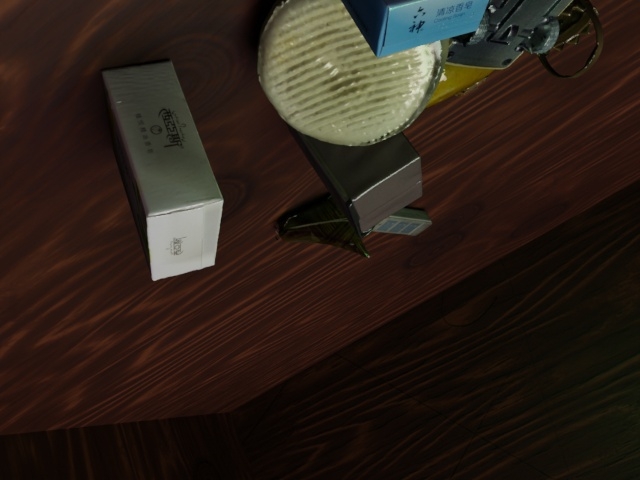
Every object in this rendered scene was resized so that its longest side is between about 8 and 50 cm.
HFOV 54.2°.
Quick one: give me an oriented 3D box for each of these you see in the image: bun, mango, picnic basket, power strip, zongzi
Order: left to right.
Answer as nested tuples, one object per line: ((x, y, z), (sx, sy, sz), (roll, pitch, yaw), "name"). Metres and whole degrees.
((0.000, 0.000, 1.504), (0.187, 0.184, 0.084), (-26, 162, 3), "zongzi")
((0.046, -0.281, 0.933), (0.287, 0.146, 0.287), (5, 131, 6), "bun")
((0.224, -0.057, 1.790), (0.078, 0.052, 0.272), (-39, 154, 32), "power strip")
((0.212, -0.310, 1.087), (0.262, 0.130, 0.167), (-25, -169, -30), "mango")
((0.439, -0.379, 1.130), (0.138, 0.178, 0.128), (-13, 155, -29), "picnic basket")

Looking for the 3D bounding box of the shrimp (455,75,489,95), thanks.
((0.322, -0.353, 1.257), (0.091, 0.043, 0.184), (-25, 166, -20), "shrimp")

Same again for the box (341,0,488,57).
((0.087, -0.345, 0.760), (0.143, 0.232, 0.083), (-19, 157, -14), "box")

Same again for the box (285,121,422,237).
((0.057, -0.166, 1.115), (0.153, 0.252, 0.188), (-31, 159, 0), "box")

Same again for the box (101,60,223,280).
((-0.236, -0.102, 0.929), (0.111, 0.260, 0.194), (-13, 154, -19), "box")

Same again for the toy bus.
((0.289, -0.417, 0.864), (0.177, 0.202, 0.365), (-4, 153, -32), "toy bus")
